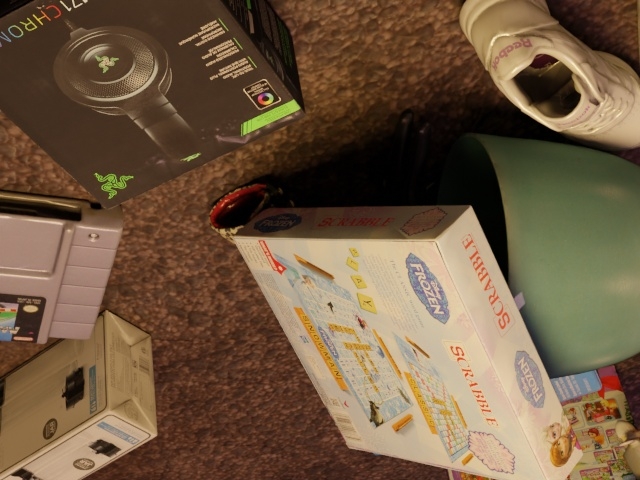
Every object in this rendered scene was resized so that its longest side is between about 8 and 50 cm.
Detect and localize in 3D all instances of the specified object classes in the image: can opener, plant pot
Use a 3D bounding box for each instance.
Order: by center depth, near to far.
[{"bbox_3d":[0.281,0.023,1.362,0.235,0.293,0.293,0,138,-11],"label":"plant pot"},{"bbox_3d":[0.102,-0.078,1.403,0.059,0.073,0.186,22,141,22],"label":"can opener"}]

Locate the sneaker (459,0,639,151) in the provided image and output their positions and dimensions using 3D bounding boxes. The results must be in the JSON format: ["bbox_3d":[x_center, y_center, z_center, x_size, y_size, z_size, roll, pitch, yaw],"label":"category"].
[{"bbox_3d":[0.265,-0.152,1.269,0.305,0.152,0.114,27,125,-37],"label":"sneaker"}]

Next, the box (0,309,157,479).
[{"bbox_3d":[-0.355,0.239,1.571,0.290,0.169,0.087,-31,135,24],"label":"box"}]

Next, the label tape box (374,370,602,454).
[{"bbox_3d":[0.193,0.167,1.648,0.348,0.115,0.249,-19,142,13],"label":"label tape box"}]

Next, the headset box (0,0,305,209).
[{"bbox_3d":[-0.181,-0.186,1.148,0.246,0.131,0.283,-23,139,15],"label":"headset box"}]

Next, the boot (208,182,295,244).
[{"bbox_3d":[-0.001,0.002,1.405,0.236,0.085,0.178,-9,143,34],"label":"boot"}]

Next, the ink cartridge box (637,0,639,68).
[{"bbox_3d":[0.441,-0.243,1.177,0.223,0.129,0.307,-16,151,8],"label":"ink cartridge box"}]

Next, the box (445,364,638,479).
[{"bbox_3d":[0.333,0.315,1.783,0.293,0.201,0.057,-13,141,3],"label":"box"}]

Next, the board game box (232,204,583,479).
[{"bbox_3d":[0.088,0.109,1.270,0.318,0.066,0.318,2,127,49],"label":"board game box"}]

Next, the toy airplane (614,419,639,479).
[{"bbox_3d":[0.609,0.232,1.657,0.386,0.384,0.272,8,176,-10],"label":"toy airplane"}]

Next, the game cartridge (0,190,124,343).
[{"bbox_3d":[-0.431,0.030,1.402,0.355,0.068,0.230,6,133,-19],"label":"game cartridge"}]
